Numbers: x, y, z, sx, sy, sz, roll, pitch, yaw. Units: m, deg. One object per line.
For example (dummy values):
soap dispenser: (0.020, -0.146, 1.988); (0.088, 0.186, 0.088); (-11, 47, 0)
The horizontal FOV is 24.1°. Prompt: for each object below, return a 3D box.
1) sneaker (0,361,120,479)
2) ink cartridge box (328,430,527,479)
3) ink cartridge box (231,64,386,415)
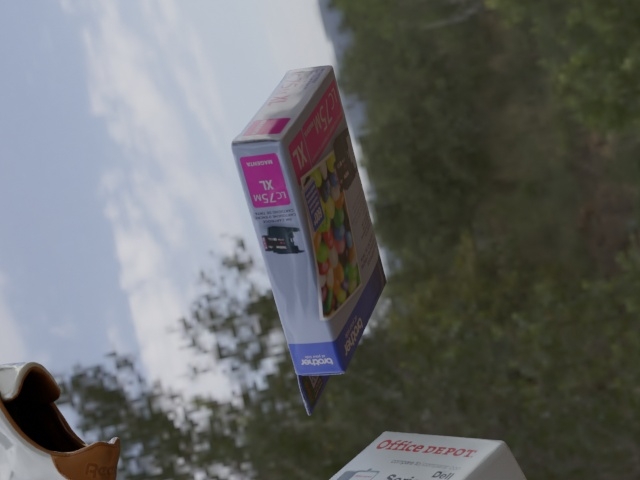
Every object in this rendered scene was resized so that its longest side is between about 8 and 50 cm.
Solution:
sneaker: (-0.273, 0.127, 1.157); (0.123, 0.290, 0.106); (-65, -17, 7)
ink cartridge box: (0.041, 0.232, 1.087); (0.153, 0.208, 0.087); (-6, 115, 54)
ink cartridge box: (0.000, 0.000, 1.522); (0.186, 0.065, 0.311); (-60, -38, -56)
